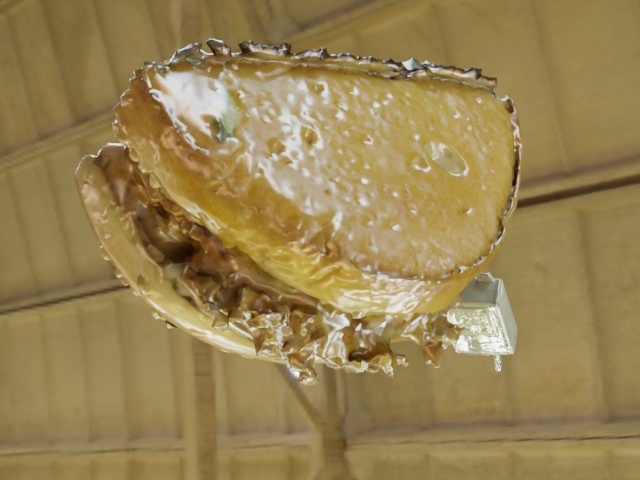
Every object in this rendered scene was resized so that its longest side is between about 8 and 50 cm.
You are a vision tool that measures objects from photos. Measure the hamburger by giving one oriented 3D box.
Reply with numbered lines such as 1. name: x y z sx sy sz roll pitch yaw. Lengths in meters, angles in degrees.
1. hamburger: 0.000 0.000 1.047 0.268 0.445 0.287 -40 -120 44

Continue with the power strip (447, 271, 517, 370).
1. power strip: 0.192 0.104 1.324 0.075 0.175 0.042 -2 -128 23
